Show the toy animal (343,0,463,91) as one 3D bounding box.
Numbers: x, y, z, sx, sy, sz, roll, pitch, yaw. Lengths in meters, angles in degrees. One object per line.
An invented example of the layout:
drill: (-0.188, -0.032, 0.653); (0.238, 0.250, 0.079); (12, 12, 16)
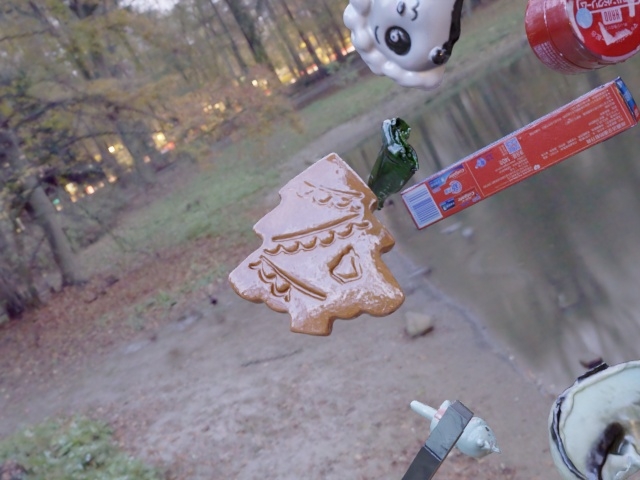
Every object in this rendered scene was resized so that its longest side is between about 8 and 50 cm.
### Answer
toy animal: (0.112, -0.314, 0.980); (0.156, 0.208, 0.204); (12, 22, 4)

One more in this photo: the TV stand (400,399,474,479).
TV stand: (0.232, 0.425, 1.494); (0.040, 0.049, 0.256); (-23, -36, -46)

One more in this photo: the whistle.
whistle: (0.324, 0.445, 1.764); (0.253, 0.102, 0.106); (21, 55, 41)

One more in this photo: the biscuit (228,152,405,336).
biscuit: (0.000, 0.000, 1.181); (0.283, 0.306, 0.043); (3, -17, 11)

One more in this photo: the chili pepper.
chili pepper: (0.124, -0.124, 1.315); (0.062, 0.108, 0.216); (1, -35, -9)

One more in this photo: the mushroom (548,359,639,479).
mushroom: (0.563, 0.360, 1.380); (0.344, 0.247, 0.130); (-31, -23, -26)

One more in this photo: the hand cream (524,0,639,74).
hand cream: (0.549, -0.460, 1.521); (0.230, 0.230, 0.149); (-32, 8, -17)

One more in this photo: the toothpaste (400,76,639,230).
toothpaste: (0.261, -0.112, 0.995); (0.320, 0.066, 0.076); (-27, 3, 32)
